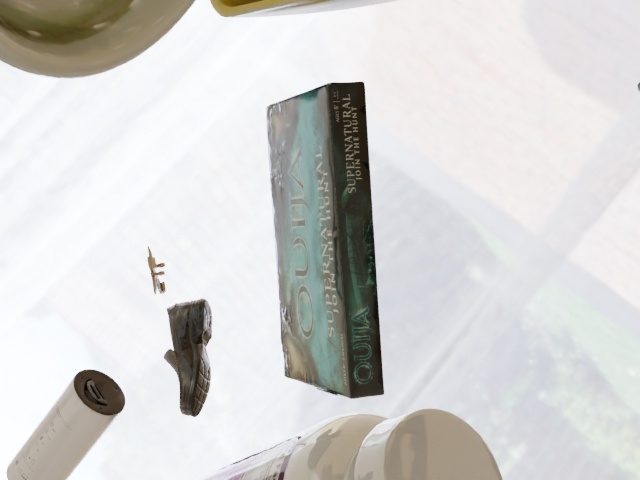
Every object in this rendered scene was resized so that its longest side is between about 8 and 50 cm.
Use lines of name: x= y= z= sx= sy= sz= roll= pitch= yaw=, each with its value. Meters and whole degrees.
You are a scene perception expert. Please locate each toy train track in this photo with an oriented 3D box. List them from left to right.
toy train track: x=-0.156 y=0.034 z=1.162 sx=0.083 sy=0.014 sz=0.048 roll=91 pitch=169 yaw=-69

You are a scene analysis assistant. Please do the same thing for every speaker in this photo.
speaker: x=-0.236 y=0.181 z=1.103 sx=0.055 sy=0.136 sz=0.055 roll=30 pitch=-152 yaw=-18

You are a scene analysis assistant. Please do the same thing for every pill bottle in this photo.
pill bottle: x=0.008 y=0.241 z=1.004 sx=0.169 sy=0.169 sz=0.301 roll=42 pitch=138 yaw=-15

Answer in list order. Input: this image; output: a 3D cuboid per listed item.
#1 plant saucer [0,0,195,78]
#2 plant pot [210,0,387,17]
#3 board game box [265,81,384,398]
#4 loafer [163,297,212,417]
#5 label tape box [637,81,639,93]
plant saucer: x=-0.196 y=-0.333 z=0.950 sx=0.100 sy=0.400 sz=0.400 roll=22 pitch=165 yaw=26
plant pot: x=0.079 y=-0.223 z=0.611 sx=0.212 sy=0.212 sz=0.187 roll=-2 pitch=-179 yaw=40
board game box: x=0.000 y=0.000 z=0.756 sx=0.026 sy=0.186 sz=0.126 roll=-4 pitch=-179 yaw=-20
loafer: x=-0.187 y=0.164 z=1.657 sx=0.061 sy=0.170 sz=0.062 roll=-5 pitch=151 yaw=10
label tape box: x=0.360 y=-0.014 z=0.743 sx=0.240 sy=0.106 sz=0.334 roll=42 pitch=-173 yaw=33
